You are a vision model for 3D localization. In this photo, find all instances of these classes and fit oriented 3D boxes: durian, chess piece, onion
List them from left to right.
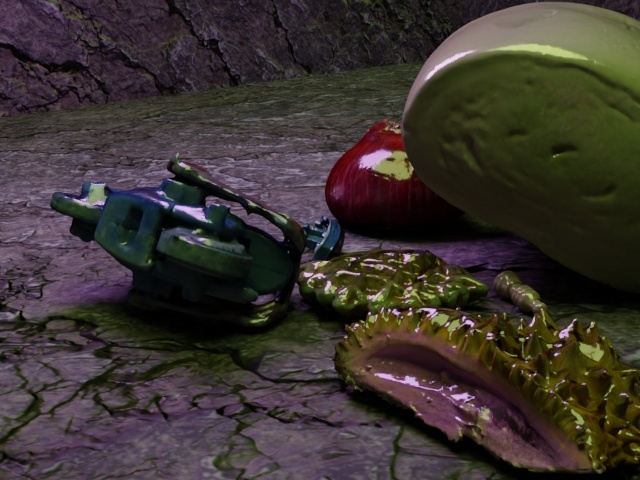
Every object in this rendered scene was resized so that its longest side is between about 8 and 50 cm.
[{"bbox_3d":[0.127,-0.095,1.552,0.248,0.161,0.248,-10,34,7],"label":"onion"},{"bbox_3d":[0.169,0.110,0.919,0.191,0.112,0.341,-17,21,-36],"label":"durian"},{"bbox_3d":[0.246,0.068,1.192,0.035,0.035,0.092,-6,22,-17],"label":"chess piece"}]

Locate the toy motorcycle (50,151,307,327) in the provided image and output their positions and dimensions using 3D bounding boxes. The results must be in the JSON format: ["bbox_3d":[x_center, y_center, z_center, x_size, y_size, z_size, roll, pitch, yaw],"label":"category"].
[{"bbox_3d":[-0.170,0.017,1.224,0.319,0.241,0.182,20,67,38],"label":"toy motorcycle"}]

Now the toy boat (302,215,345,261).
[{"bbox_3d":[0.000,0.000,1.377,0.061,0.060,0.137,21,21,-1],"label":"toy boat"}]

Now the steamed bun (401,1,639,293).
[{"bbox_3d":[0.345,-0.146,1.292,0.456,0.289,0.371,25,22,2],"label":"steamed bun"}]

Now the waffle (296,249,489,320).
[{"bbox_3d":[0.081,0.049,1.222,0.224,0.054,0.204,-5,18,-16],"label":"waffle"}]
